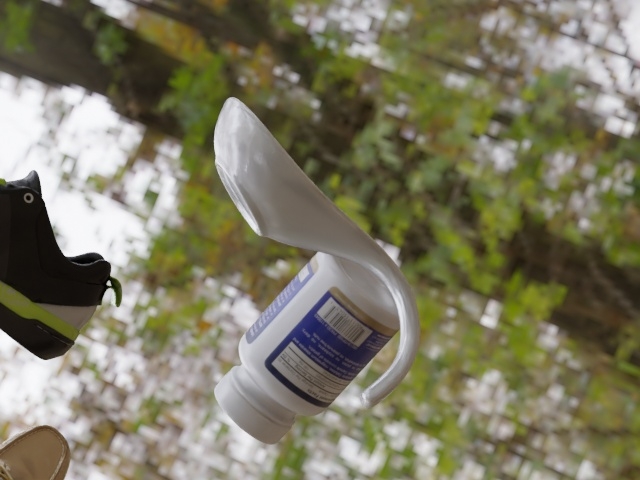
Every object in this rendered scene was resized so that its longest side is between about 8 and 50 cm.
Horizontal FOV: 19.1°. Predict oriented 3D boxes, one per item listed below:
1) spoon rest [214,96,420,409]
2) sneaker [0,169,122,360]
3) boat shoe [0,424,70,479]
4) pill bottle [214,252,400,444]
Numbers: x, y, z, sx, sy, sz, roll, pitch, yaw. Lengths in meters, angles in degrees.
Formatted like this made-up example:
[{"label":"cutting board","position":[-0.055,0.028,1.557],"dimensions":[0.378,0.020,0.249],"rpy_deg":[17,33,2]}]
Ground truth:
[{"label":"spoon rest","position":[0.000,0.000,1.548],"dimensions":[0.084,0.276,0.137],"rpy_deg":[-30,-6,-8]},{"label":"sneaker","position":[-0.233,-0.019,1.268],"dimensions":[0.097,0.234,0.084],"rpy_deg":[-51,24,-7]},{"label":"boat shoe","position":[-0.236,0.191,1.354],"dimensions":[0.170,0.063,0.059],"rpy_deg":[-48,-2,-32]},{"label":"pill bottle","position":[-0.015,0.107,1.880],"dimensions":[0.187,0.112,0.112],"rpy_deg":[-48,-12,13]}]
